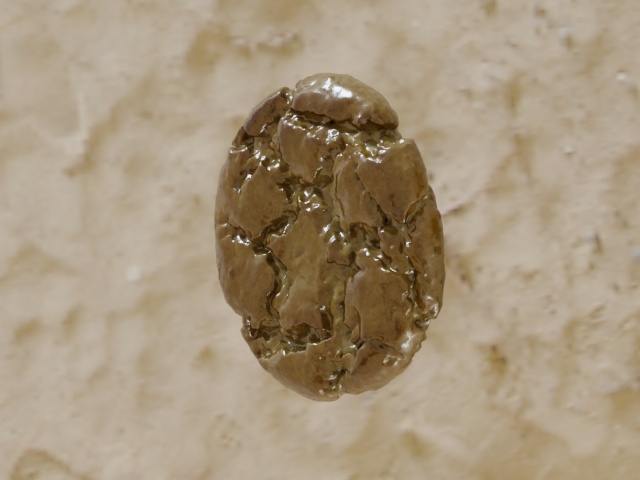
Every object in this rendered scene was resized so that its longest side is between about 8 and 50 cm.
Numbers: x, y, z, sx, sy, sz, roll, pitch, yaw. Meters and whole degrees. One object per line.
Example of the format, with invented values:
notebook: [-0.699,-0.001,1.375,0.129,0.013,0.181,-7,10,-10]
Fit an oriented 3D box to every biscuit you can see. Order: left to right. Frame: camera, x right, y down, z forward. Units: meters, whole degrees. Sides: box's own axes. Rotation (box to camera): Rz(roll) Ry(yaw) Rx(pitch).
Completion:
biscuit: [0.000,0.000,1.317,0.226,0.042,0.226,8,101,47]
